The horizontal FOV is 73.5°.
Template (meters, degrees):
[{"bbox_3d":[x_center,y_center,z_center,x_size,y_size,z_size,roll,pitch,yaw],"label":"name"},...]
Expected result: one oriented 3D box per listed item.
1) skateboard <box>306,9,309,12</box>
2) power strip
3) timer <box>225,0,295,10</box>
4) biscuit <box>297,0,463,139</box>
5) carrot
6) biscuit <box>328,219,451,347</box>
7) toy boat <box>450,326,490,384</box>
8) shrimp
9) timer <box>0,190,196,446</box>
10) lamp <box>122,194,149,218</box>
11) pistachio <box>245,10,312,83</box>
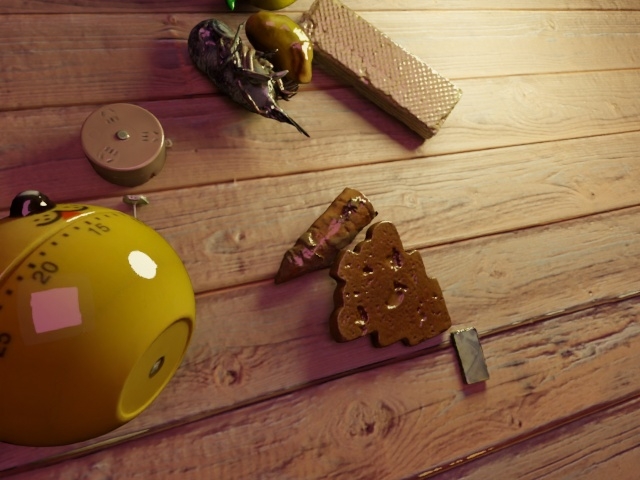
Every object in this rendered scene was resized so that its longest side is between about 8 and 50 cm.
[{"bbox_3d":[0.002,-0.562,1.103,0.083,0.032,0.063,7,61,-10],"label":"skateboard"},{"bbox_3d":[-0.389,-0.192,0.851,0.154,0.078,0.154,4,73,-14],"label":"power strip"},{"bbox_3d":[-0.156,-0.638,0.972,0.285,0.285,0.285,4,72,-14],"label":"timer"},{"bbox_3d":[0.136,-0.422,1.048,0.426,0.078,0.144,36,89,-2],"label":"biscuit"},{"bbox_3d":[0.000,0.000,0.897,0.263,0.102,0.102,-42,87,-18],"label":"carrot"},{"bbox_3d":[0.150,0.121,0.902,0.301,0.043,0.278,34,71,-14],"label":"biscuit"},{"bbox_3d":[0.327,0.250,0.936,0.063,0.016,0.115,-7,75,-17],"label":"toy boat"},{"bbox_3d":[-0.153,-0.361,0.915,0.372,0.172,0.137,34,92,14],"label":"shrimp"},{"bbox_3d":[-0.395,0.095,0.623,0.387,0.376,0.376,23,68,8],"label":"timer"},{"bbox_3d":[-0.355,0.008,0.828,0.050,0.056,0.198,-1,84,-16],"label":"lamp"},{"bbox_3d":[-0.086,-0.447,0.992,0.189,0.110,0.100,39,87,-19],"label":"pistachio"}]
